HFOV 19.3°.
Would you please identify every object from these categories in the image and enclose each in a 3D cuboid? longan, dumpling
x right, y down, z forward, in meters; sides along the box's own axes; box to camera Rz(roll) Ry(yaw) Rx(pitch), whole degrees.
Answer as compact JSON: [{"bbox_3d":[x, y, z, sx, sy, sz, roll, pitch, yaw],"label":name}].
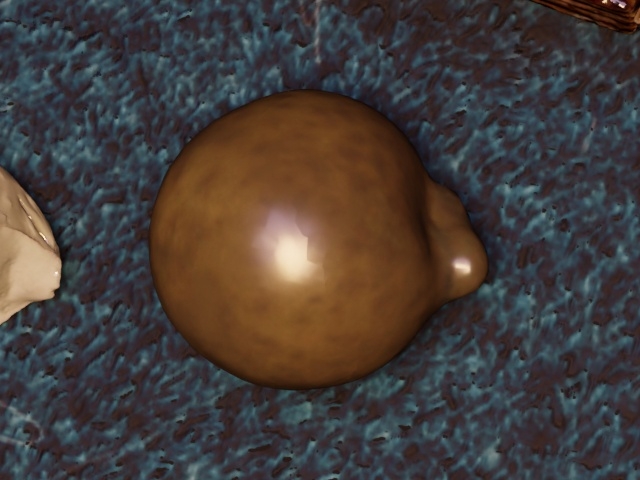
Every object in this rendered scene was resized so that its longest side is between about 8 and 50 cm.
[{"bbox_3d":[0.000,0.000,1.129,0.204,0.159,0.185,9,73,1],"label":"longan"},{"bbox_3d":[-0.257,-0.005,1.207,0.188,0.108,0.127,34,113,-4],"label":"dumpling"}]

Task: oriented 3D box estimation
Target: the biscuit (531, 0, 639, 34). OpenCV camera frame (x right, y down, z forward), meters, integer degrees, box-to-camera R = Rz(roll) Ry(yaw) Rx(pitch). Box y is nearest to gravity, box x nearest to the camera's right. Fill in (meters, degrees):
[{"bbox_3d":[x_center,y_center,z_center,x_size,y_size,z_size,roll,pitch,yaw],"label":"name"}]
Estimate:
[{"bbox_3d":[0.102,-0.222,1.186,0.252,0.070,0.106,22,86,12],"label":"biscuit"}]
